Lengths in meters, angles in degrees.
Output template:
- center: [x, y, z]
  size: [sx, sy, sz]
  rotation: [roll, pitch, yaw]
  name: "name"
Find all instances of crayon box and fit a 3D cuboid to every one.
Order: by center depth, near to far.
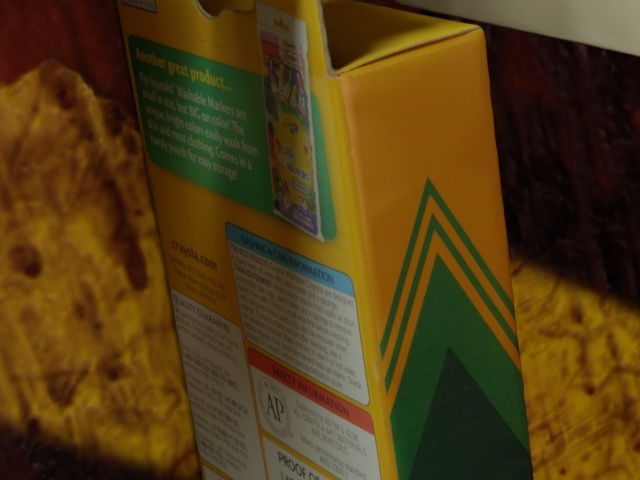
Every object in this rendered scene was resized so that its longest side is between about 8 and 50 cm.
- center: [0.000, 0.000, 0.855]
  size: [0.083, 0.203, 0.323]
  rotation: [-20, 113, -27]
  name: "crayon box"

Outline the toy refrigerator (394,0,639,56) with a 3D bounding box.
- center: [0.142, -0.154, 0.861]
  size: [0.094, 0.269, 0.102]
  rotation: [-15, 110, -28]
  name: "toy refrigerator"
